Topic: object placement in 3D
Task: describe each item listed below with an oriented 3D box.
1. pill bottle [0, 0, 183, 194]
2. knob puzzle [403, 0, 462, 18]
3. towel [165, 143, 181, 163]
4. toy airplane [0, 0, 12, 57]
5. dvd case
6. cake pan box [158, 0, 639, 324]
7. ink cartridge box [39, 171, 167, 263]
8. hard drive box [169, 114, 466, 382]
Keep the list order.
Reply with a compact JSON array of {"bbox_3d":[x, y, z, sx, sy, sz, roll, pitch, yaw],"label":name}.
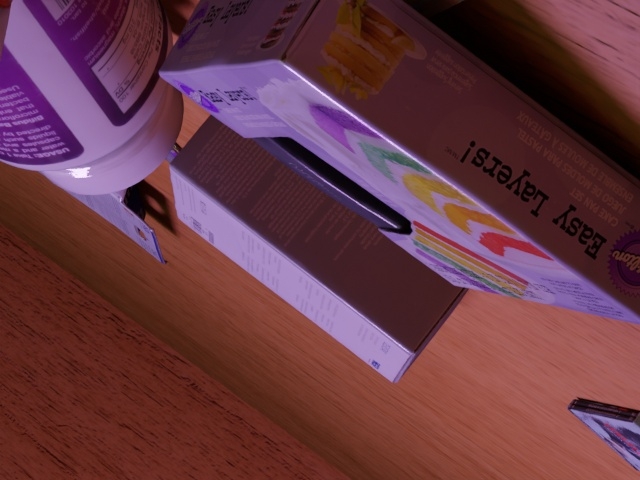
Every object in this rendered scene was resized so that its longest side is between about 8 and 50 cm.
[{"bbox_3d":[-0.199,-0.150,1.177,0.169,0.169,0.301,33,168,27],"label":"pill bottle"},{"bbox_3d":[-0.008,-0.173,0.817,0.213,0.030,0.213,38,170,8],"label":"knob puzzle"},{"bbox_3d":[-0.140,-0.080,1.710,0.083,0.009,0.060,46,168,-30],"label":"towel"},{"bbox_3d":[-0.325,-0.176,0.855,0.384,0.272,0.386,11,141,24],"label":"toy airplane"},{"bbox_3d":[0.255,0.162,1.388,0.087,0.013,0.119,41,170,-14],"label":"dvd case"},{"bbox_3d":[0.048,-0.054,0.967,0.245,0.070,0.267,37,172,-19],"label":"cake pan box"},{"bbox_3d":[-0.268,-0.071,2.082,0.224,0.045,0.223,37,170,5],"label":"ink cartridge box"},{"bbox_3d":[0.000,0.000,1.356,0.232,0.089,0.181,38,170,5],"label":"hard drive box"}]
